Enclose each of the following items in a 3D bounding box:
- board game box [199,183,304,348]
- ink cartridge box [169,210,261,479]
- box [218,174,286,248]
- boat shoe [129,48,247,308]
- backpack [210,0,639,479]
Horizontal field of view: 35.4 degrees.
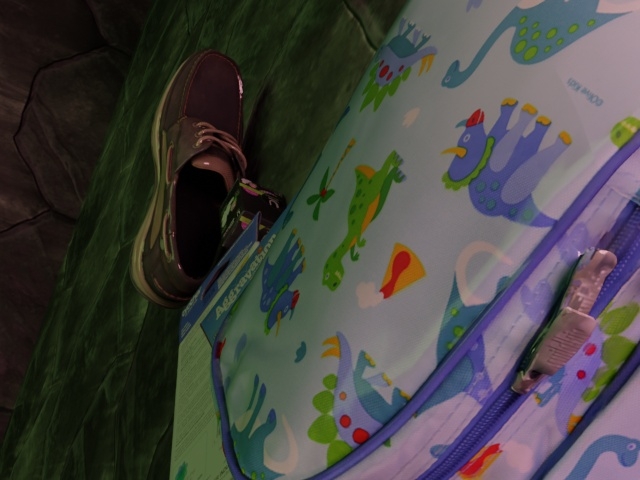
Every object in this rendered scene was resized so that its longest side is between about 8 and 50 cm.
[{"bbox_3d":[0.000,0.000,0.878,0.281,0.027,0.145,-53,30,7],"label":"board game box"},{"bbox_3d":[-0.083,0.136,0.989,0.186,0.065,0.311,-52,29,33],"label":"ink cartridge box"},{"bbox_3d":[-0.074,-0.023,1.122,0.052,0.062,0.083,-57,23,24],"label":"box"},{"bbox_3d":[-0.146,-0.087,1.304,0.130,0.132,0.355,-14,65,53],"label":"boat shoe"},{"bbox_3d":[0.110,0.005,0.436,0.290,0.273,0.356,-116,40,-56],"label":"backpack"}]
